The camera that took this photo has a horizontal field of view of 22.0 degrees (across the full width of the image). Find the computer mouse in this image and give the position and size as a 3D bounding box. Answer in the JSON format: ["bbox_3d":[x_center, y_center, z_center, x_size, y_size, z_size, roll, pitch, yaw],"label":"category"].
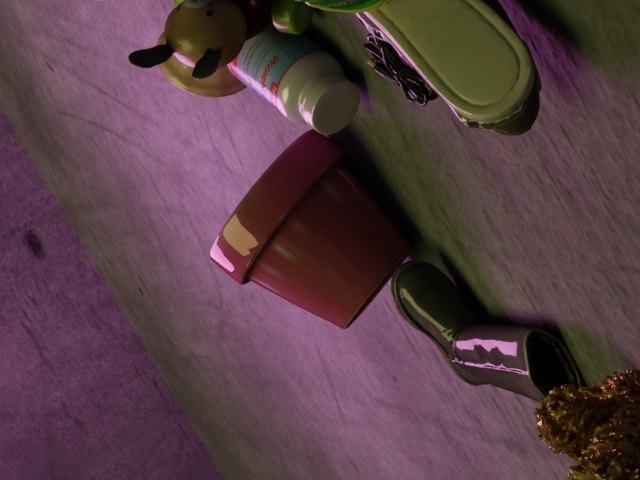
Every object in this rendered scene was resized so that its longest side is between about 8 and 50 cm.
[{"bbox_3d":[0.063,-0.226,1.613,0.106,0.042,0.193,47,165,42],"label":"computer mouse"}]

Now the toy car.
[{"bbox_3d":[-0.122,-0.242,1.746,0.155,0.188,0.149,12,140,26],"label":"toy car"}]

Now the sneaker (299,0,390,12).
[{"bbox_3d":[0.042,-0.309,1.308,0.109,0.123,0.295,39,128,33],"label":"sneaker"}]

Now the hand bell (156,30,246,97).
[{"bbox_3d":[-0.112,-0.287,1.895,0.126,0.126,0.242,51,149,20],"label":"hand bell"}]

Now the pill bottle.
[{"bbox_3d":[-0.029,-0.184,1.837,0.160,0.087,0.087,41,156,39],"label":"pill bottle"}]

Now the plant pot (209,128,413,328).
[{"bbox_3d":[0.000,0.000,1.932,0.180,0.201,0.201,39,159,5],"label":"plant pot"}]

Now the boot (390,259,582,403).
[{"bbox_3d":[0.178,0.102,1.798,0.189,0.076,0.208,47,171,-15],"label":"boot"}]

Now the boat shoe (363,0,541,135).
[{"bbox_3d":[0.092,-0.215,1.450,0.305,0.109,0.091,57,-172,24],"label":"boat shoe"}]

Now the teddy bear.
[{"bbox_3d":[0.301,0.176,1.401,0.245,0.338,0.113,10,99,25],"label":"teddy bear"}]
